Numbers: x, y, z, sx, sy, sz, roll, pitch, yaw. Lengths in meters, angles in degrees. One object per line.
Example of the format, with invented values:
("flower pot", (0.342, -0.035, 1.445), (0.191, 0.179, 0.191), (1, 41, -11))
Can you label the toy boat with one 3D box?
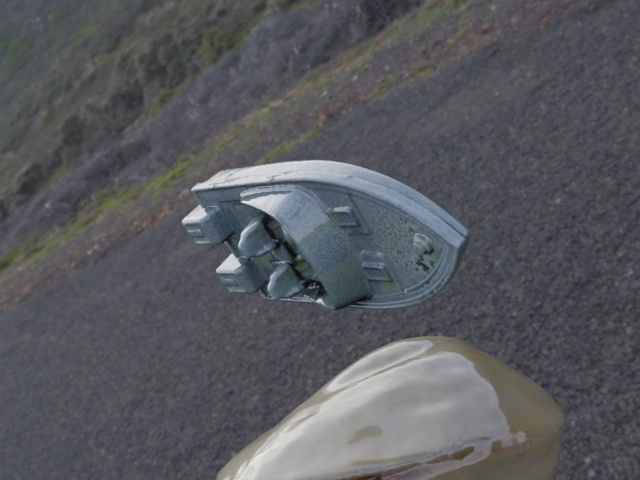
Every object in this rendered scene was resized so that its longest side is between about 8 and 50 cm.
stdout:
("toy boat", (0.000, 0.000, 0.650), (0.319, 0.141, 0.092), (-1, 38, 52))

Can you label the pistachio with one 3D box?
("pistachio", (0.081, 0.277, 0.938), (0.445, 0.281, 0.365), (-21, -15, 21))
